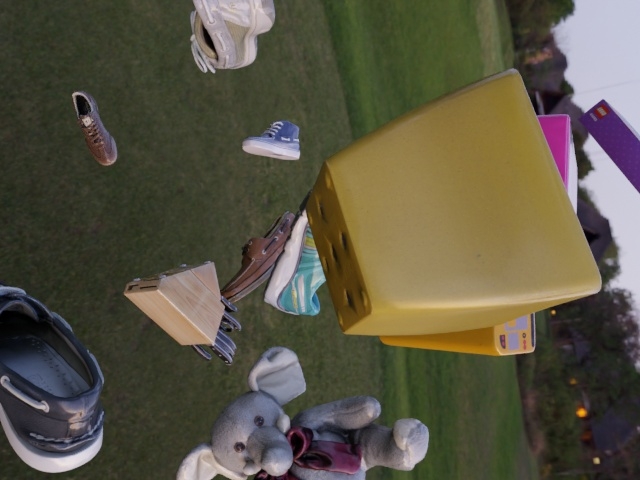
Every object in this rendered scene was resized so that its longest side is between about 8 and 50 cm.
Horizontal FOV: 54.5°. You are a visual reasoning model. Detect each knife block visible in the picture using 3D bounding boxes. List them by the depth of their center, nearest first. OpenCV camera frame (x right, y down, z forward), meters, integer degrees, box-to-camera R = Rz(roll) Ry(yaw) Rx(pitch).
[{"bbox_3d":[-0.274,0.175,1.319,0.275,0.088,0.242,-20,100,-66],"label":"knife block"}]

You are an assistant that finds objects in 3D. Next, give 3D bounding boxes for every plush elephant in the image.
[{"bbox_3d":[-0.048,0.318,0.928,0.255,0.330,0.272,35,78,-32],"label":"plush elephant"}]

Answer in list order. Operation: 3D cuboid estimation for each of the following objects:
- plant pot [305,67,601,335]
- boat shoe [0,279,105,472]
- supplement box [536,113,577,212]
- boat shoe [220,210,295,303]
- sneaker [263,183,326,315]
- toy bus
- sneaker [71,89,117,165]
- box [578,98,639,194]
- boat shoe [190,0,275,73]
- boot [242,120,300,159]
[{"bbox_3d":[0.099,-0.010,0.608,0.212,0.187,0.212,120,-45,-72],"label":"plant pot"},{"bbox_3d":[-0.315,0.099,0.642,0.114,0.302,0.091,-21,137,-50],"label":"boat shoe"},{"bbox_3d":[0.218,-0.052,0.680,0.220,0.111,0.114,19,74,-64],"label":"supplement box"},{"bbox_3d":[-0.160,0.041,1.595,0.307,0.110,0.104,-44,104,-34],"label":"boat shoe"},{"bbox_3d":[0.000,0.000,1.017,0.107,0.110,0.275,-78,-169,-69],"label":"sneaker"},{"bbox_3d":[0.210,0.132,1.074,0.130,0.332,0.108,1,86,-35],"label":"toy bus"},{"bbox_3d":[-0.551,-0.269,1.487,0.071,0.066,0.188,31,34,-86],"label":"sneaker"},{"bbox_3d":[0.594,-0.113,1.113,0.201,0.057,0.293,-1,55,-56],"label":"box"},{"bbox_3d":[-0.147,-0.311,0.892,0.320,0.103,0.118,-160,-128,-71],"label":"boat shoe"},{"bbox_3d":[-0.118,-0.247,1.485,0.190,0.069,0.086,3,87,-58],"label":"boot"}]
